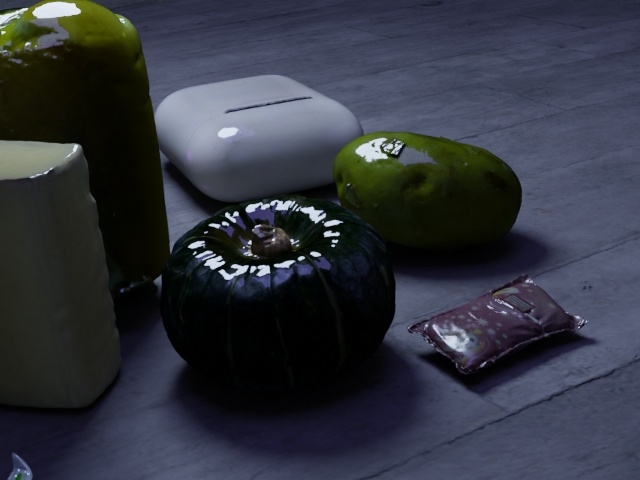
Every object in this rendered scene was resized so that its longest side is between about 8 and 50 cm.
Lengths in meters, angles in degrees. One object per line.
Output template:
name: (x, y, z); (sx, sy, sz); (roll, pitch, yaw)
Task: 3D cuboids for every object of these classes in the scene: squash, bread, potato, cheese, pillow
squash: (-0.047, 0.055, 1.099); (0.252, 0.165, 0.252); (-1, 24, 0)
bread: (-0.312, -0.089, 1.194); (0.251, 0.377, 0.208); (-7, 20, -10)
potato: (0.140, -0.066, 1.367); (0.253, 0.149, 0.186); (16, 10, 10)
cheese: (-0.346, 0.034, 1.064); (0.242, 0.266, 0.124); (6, 27, 22)
pillow: (0.196, 0.095, 1.131); (0.185, 0.043, 0.118); (-20, 34, -26)

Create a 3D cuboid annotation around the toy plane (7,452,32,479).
toy plane: (-0.281, 0.248, 0.762); (0.255, 0.101, 0.251); (16, 21, 26)

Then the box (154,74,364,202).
box: (-0.108, -0.175, 1.677); (0.288, 0.141, 0.349); (-12, 24, -21)
